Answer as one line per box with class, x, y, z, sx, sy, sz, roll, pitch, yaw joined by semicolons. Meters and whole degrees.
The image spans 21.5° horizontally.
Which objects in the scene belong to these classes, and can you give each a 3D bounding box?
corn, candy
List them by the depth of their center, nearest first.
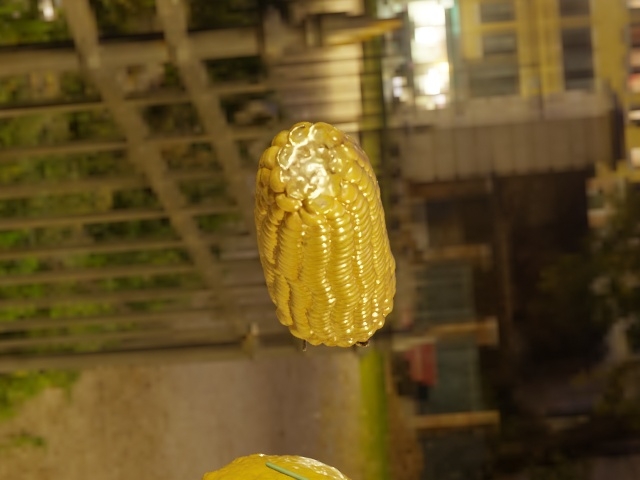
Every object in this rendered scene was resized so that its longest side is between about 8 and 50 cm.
candy;-0.002;0.164;1.132;0.025;0.083;0.023;-48;147;-42
corn;0.000;0.000;1.256;0.305;0.106;0.106;74;13;-69

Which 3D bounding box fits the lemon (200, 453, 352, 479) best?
lemon;-0.031;0.241;1.214;0.180;0.193;0.180;-16;112;-46
